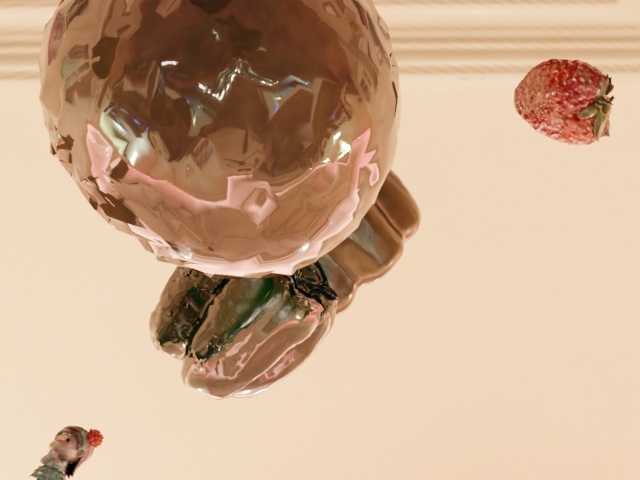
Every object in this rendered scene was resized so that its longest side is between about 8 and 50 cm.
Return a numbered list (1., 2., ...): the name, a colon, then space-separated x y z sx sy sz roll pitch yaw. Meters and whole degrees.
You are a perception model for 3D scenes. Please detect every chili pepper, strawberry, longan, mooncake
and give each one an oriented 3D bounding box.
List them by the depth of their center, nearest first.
1. longan: -0.103 -0.146 1.046 0.391 0.391 0.391 2 -132 -3
2. chili pepper: -0.116 0.100 1.452 0.256 0.248 0.233 -48 -114 7
3. strawberry: 0.358 -0.205 1.476 0.148 0.131 0.131 7 -133 15
4. mooncake: 0.000 0.000 1.779 0.201 0.378 0.378 47 -127 -7

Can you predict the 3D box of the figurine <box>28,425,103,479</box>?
1. figurine: -0.303 0.263 1.171 0.060 0.047 0.106 -4 -142 35
